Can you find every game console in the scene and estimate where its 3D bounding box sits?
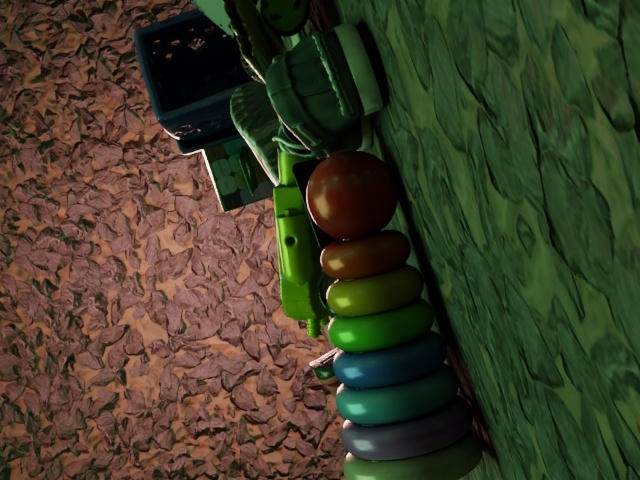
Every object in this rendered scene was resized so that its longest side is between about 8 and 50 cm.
[{"bbox_3d":[0.012,-0.045,1.434,0.107,0.071,0.122,109,142,-83],"label":"game console"}]

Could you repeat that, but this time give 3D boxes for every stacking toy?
[{"bbox_3d":[0.062,0.073,1.070,0.141,0.141,0.330,-147,46,-83],"label":"stacking toy"}]

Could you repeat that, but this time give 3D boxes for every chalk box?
[{"bbox_3d":[-0.168,-0.190,2.446,0.289,0.179,0.180,-121,13,-66],"label":"chalk box"}]

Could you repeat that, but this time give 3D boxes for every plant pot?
[{"bbox_3d":[-0.234,-0.327,2.267,0.212,0.236,0.236,74,176,-64],"label":"plant pot"}]

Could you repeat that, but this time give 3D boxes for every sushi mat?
[{"bbox_3d":[-0.057,-0.202,1.191,0.316,0.019,0.151,47,-160,-71],"label":"sushi mat"}]

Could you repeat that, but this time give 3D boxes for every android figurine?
[{"bbox_3d":[-0.017,-0.003,1.514,0.248,0.056,0.273,-40,-54,-75],"label":"android figurine"}]

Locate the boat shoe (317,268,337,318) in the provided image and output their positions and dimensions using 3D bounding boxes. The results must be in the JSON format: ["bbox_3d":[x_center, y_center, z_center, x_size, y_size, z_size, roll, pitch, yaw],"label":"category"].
[{"bbox_3d":[0.052,0.073,1.304,0.302,0.091,0.114,143,108,-86],"label":"boat shoe"}]

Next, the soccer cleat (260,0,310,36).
[{"bbox_3d":[-0.040,-0.275,1.233,0.072,0.060,0.179,53,-169,-42],"label":"soccer cleat"}]

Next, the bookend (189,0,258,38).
[{"bbox_3d":[-0.142,-0.415,1.610,0.156,0.072,0.157,41,138,12],"label":"bookend"}]

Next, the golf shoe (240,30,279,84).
[{"bbox_3d":[-0.090,-0.307,1.729,0.086,0.067,0.186,35,-156,-47],"label":"golf shoe"}]

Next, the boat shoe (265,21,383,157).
[{"bbox_3d":[-0.008,-0.136,1.069,0.319,0.099,0.116,147,102,-87],"label":"boat shoe"}]

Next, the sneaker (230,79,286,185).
[{"bbox_3d":[-0.083,-0.166,1.896,0.115,0.105,0.281,77,172,-55],"label":"sneaker"}]

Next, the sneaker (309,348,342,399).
[{"bbox_3d":[0.066,0.267,2.098,0.136,0.116,0.314,60,-179,8],"label":"sneaker"}]

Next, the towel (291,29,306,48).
[{"bbox_3d":[-0.021,-0.219,1.416,0.152,0.023,0.113,77,172,-54],"label":"towel"}]
